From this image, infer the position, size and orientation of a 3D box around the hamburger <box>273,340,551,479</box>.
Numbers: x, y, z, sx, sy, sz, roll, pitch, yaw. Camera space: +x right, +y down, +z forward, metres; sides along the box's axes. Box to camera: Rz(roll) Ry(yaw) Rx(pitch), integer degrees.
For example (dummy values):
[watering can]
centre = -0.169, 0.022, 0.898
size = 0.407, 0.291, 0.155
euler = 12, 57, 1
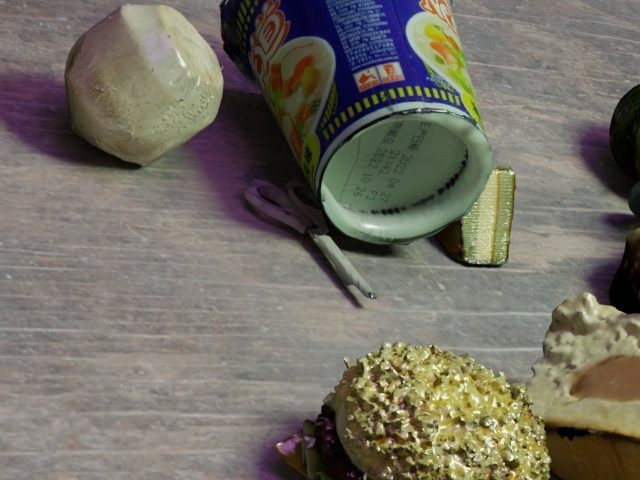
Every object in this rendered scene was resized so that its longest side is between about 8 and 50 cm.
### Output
[hamburger]
centre = 0.107, 0.194, 1.560
size = 0.261, 0.139, 0.243
euler = 42, 34, 27

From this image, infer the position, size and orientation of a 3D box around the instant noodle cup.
[instant noodle cup]
centre = 0.054, -0.167, 1.956
size = 0.284, 0.284, 0.312
euler = 9, 40, -25

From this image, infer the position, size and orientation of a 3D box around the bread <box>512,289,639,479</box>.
[bread]
centre = 0.319, 0.144, 1.687
size = 0.224, 0.211, 0.184
euler = 35, 62, 1

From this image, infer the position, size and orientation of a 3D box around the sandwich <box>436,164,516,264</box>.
[sandwich]
centre = 0.147, -0.035, 2.050
size = 0.079, 0.113, 0.163
euler = 3, 3, -32

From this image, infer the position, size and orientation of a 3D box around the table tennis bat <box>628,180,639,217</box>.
[table tennis bat]
centre = 0.454, -0.070, 2.138
size = 0.149, 0.237, 0.038
euler = 1, 68, 5

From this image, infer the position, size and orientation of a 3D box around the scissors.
[scissors]
centre = 0.000, -0.001, 1.889
size = 0.110, 0.021, 0.212
euler = 0, 39, -40

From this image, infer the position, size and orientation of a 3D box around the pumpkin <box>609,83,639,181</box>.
[pumpkin]
centre = 0.492, -0.124, 2.285
size = 0.238, 0.159, 0.238
euler = 5, 19, -2

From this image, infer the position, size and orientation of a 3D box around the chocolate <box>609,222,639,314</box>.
[chocolate]
centre = 0.514, 0.017, 2.045
size = 0.340, 0.210, 0.225
euler = 0, 42, -35

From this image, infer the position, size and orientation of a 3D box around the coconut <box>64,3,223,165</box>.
[coconut]
centre = -0.195, -0.161, 1.875
size = 0.161, 0.162, 0.161
euler = 47, 21, -24
